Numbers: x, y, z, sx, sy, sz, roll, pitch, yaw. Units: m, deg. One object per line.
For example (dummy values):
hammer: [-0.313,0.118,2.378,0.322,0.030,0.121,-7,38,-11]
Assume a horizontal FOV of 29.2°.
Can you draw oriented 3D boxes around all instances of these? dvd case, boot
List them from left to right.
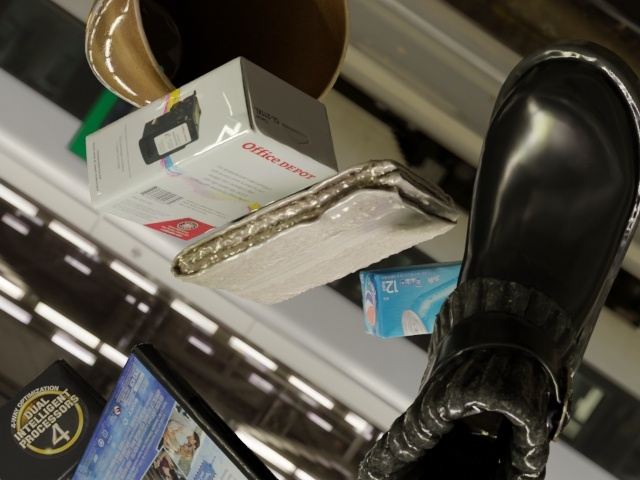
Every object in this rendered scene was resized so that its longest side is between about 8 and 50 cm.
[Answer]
dvd case: [-0.095,0.224,0.933,0.253,0.180,0.022,42,-153,29]
boot: [0.139,0.045,0.891,0.131,0.348,0.260,15,-155,21]

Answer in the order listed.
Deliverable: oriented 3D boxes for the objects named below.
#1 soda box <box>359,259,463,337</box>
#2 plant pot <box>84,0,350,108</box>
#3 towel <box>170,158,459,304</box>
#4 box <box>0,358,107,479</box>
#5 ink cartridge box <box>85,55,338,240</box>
soda box: [0.151,0.054,1.259,0.210,0.067,0.071,-7,-178,-13]
plant pot: [-0.138,-0.216,1.261,0.237,0.237,0.254,34,160,-28]
towel: [0.000,0.000,1.344,0.187,0.282,0.049,23,-133,-56]
box: [-0.313,0.305,1.160,0.097,0.318,0.395,41,159,14]
ink cartridge box: [-0.092,-0.073,1.051,0.127,0.175,0.072,23,-129,-53]
